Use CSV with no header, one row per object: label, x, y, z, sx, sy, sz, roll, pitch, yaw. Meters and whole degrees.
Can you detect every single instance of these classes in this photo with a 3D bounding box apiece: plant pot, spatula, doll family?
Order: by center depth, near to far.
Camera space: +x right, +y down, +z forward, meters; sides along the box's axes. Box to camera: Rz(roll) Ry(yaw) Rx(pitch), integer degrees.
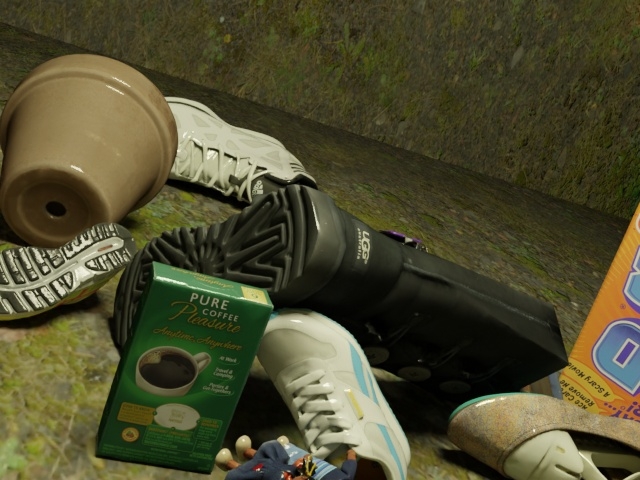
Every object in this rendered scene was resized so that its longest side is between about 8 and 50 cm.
doll family,-0.038,0.215,0.649,0.111,0.076,0.193,8,37,40
plant pot,-0.348,-0.103,1.159,0.263,0.263,0.229,16,33,-12
spatula,0.196,0.023,1.715,0.084,0.030,0.296,18,15,-15

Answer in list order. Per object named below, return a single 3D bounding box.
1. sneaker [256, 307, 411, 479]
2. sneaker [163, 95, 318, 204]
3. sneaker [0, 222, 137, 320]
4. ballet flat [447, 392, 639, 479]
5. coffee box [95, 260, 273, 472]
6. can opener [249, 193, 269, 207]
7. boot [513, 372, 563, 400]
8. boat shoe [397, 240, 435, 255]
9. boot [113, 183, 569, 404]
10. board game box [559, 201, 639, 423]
sneaker,0.014,0.163,0.763,0.229,0.087,0.092,55,20,-13
sneaker,-0.187,-0.159,1.613,0.447,0.169,0.257,10,16,-38
sneaker,-0.318,0.051,0.947,0.208,0.094,0.081,-19,74,-39
ballet flat,0.296,0.251,0.954,0.316,0.108,0.106,11,31,-27
coffee box,-0.124,0.118,0.730,0.113,0.184,0.040,14,18,-18
can opener,0.000,0.000,1.439,0.283,0.095,0.076,20,16,3
boot,0.281,0.178,1.197,0.106,0.082,0.219,24,32,-27
boat shoe,0.164,0.032,1.524,0.228,0.076,0.080,16,40,-7
boot,0.029,0.102,0.973,0.367,0.146,0.445,-17,-28,42
board game box,0.637,0.142,1.245,0.356,0.357,0.356,28,17,28
